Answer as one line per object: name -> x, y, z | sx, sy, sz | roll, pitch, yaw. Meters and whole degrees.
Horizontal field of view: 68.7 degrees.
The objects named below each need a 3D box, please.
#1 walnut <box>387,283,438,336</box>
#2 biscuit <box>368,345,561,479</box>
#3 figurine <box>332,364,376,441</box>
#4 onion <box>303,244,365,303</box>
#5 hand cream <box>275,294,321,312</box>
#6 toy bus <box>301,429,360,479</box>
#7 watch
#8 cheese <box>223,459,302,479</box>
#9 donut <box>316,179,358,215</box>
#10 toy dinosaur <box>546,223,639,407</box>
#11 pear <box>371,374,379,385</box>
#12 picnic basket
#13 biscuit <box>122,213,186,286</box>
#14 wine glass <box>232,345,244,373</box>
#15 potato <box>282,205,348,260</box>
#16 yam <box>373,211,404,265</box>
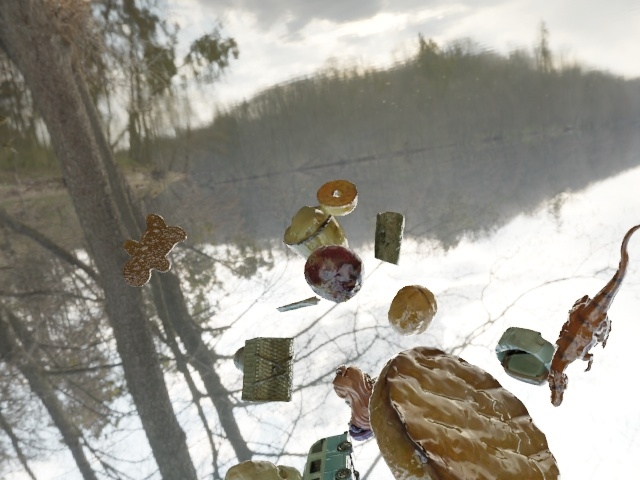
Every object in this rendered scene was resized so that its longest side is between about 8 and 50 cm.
walnut -> 0.303, 0.235, 1.559 | 0.159, 0.207, 0.159 | 7, -134, -7
biscuit -> 0.200, 0.285, 0.674 | 0.296, 0.102, 0.296 | 23, -153, -12
figurine -> 0.091, 0.330, 0.981 | 0.114, 0.157, 0.126 | -5, -164, 44
onion -> 0.025, 0.053, 0.797 | 0.107, 0.107, 0.097 | -6, -148, 11
hand cream -> -0.076, 0.229, 1.664 | 0.165, 0.037, 0.057 | -17, 150, 8
toy bus -> 0.030, 0.710, 1.409 | 0.164, 0.133, 0.271 | -12, -170, 7
watch -> 0.772, 0.426, 1.775 | 0.253, 0.241, 0.162 | 2, -128, 55
cheese -> -0.182, 0.768, 1.457 | 0.262, 0.159, 0.093 | 26, -160, -27
donut -> 0.058, -0.141, 1.568 | 0.151, 0.058, 0.152 | -6, -137, 6
toy dinosaur -> 0.604, 0.162, 1.046 | 0.097, 0.433, 0.208 | 23, -170, 35
pear -> 0.269, 0.479, 1.156 | 0.191, 0.340, 0.387 | -37, -134, 5
picnic basket -> -0.158, 0.402, 1.462 | 0.134, 0.197, 0.154 | 10, 162, -24
biscuit -> -0.473, 0.033, 1.295 | 0.138, 0.205, 0.031 | 30, 173, -16
wine glass -> -0.242, 0.446, 1.716 | 0.111, 0.111, 0.204 | -13, -177, -31
potato -> 0.000, 0.000, 1.794 | 0.242, 0.243, 0.285 | -12, -168, -26
yam -> 0.249, -0.002, 1.709 | 0.107, 0.194, 0.107 | 6, 169, 1
